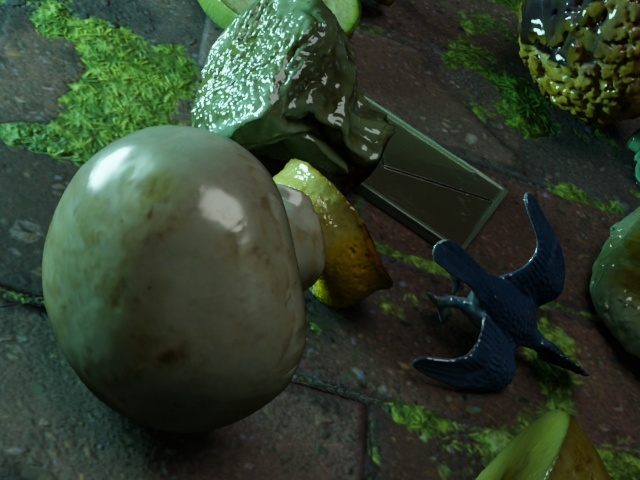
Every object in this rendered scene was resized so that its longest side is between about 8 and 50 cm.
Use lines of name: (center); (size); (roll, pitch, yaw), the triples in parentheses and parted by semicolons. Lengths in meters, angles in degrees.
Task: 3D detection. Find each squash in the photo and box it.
squash: (-0.065, -0.356, 1.853); (0.252, 0.049, 0.252); (17, 40, -14)

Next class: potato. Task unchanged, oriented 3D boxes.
potato: (0.230, 0.286, 1.247); (0.158, 0.178, 0.203); (43, 21, -5)

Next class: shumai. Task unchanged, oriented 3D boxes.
shumai: (-0.026, -0.178, 1.589); (0.222, 0.225, 0.260); (32, 41, -38)

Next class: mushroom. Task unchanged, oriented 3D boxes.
mushroom: (-0.108, 0.032, 1.229); (0.290, 0.297, 0.297); (-11, 53, -44)

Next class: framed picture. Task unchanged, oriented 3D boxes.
framed picture: (0.112, -0.095, 1.699); (0.265, 0.018, 0.192); (35, 39, 9)

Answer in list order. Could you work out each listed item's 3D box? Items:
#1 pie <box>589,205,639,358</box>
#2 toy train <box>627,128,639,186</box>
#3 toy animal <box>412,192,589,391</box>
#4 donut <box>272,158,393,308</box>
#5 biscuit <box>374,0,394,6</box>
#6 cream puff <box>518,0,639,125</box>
pie: (0.491, 0.053, 1.632); (0.307, 0.071, 0.306); (-8, 45, 8)
toy train: (0.585, -0.113, 1.888); (0.248, 0.159, 0.101); (36, 34, 12)
toy animal: (0.216, 0.076, 1.468); (0.176, 0.239, 0.255); (21, -14, 34)
donut: (-0.002, 0.000, 1.416); (0.075, 0.190, 0.174); (-37, 63, -10)
biscuit: (0.021, -0.433, 1.942); (0.226, 0.036, 0.166); (33, 4, -1)
cream puff: (0.422, -0.339, 1.905); (0.231, 0.327, 0.342); (-1, 64, -22)
